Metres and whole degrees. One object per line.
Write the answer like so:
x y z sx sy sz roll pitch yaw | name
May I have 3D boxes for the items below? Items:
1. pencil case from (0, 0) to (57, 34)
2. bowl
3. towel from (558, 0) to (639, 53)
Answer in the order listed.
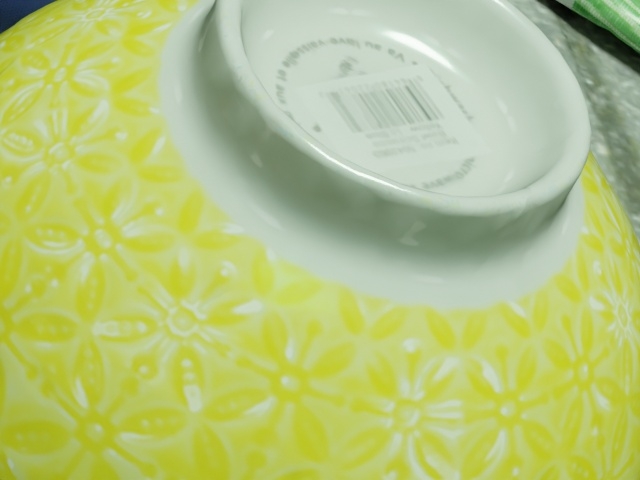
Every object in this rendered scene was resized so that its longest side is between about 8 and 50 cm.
-0.095 -0.139 0.641 0.306 0.119 0.133 10 40 -19 | pencil case
0.000 0.000 0.476 0.289 0.156 0.289 15 44 -15 | bowl
0.288 -0.122 0.890 0.325 0.038 0.248 37 44 7 | towel
